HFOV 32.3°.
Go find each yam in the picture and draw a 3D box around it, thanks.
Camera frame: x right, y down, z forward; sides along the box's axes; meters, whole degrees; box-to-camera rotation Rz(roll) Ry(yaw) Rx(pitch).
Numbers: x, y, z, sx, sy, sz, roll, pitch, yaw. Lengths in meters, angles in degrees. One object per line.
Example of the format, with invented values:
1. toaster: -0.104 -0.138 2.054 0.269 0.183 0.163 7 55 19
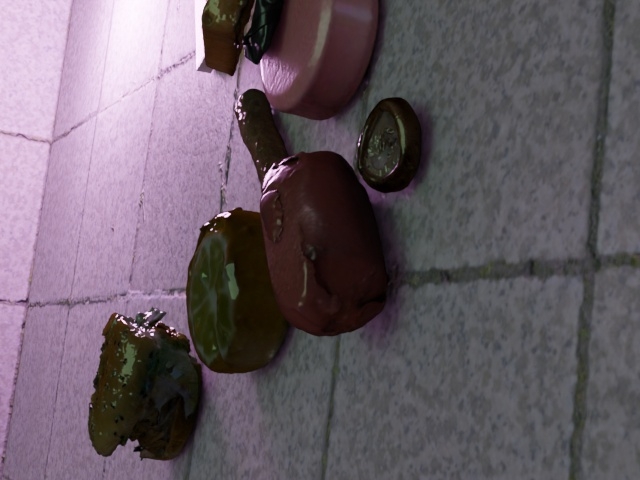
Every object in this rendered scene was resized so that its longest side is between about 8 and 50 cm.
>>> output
1. yam: -0.084 -0.136 1.751 0.066 0.066 0.299 -62 30 32

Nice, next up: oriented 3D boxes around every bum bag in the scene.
1. bum bag: -0.082 -0.358 1.628 0.087 0.049 0.197 -154 75 -69

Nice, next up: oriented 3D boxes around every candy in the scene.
1. candy: -0.006 -0.305 1.621 0.255 0.094 0.255 -32 53 57
2. candy: -0.130 0.079 1.706 0.260 0.118 0.259 8 90 65

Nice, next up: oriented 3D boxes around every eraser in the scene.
1. eraser: -0.198 -0.459 2.128 0.157 0.038 0.230 -42 46 52

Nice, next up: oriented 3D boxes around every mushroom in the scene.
1. mushroom: 0.091 -0.121 1.405 0.123 0.052 0.123 -8 81 61

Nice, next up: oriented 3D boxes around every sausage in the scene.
1. sausage: 0.000 0.000 1.433 0.152 0.152 0.279 -56 34 39

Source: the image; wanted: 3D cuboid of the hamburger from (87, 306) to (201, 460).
1. hamburger: -0.303 0.261 1.926 0.192 0.168 0.287 13 92 66

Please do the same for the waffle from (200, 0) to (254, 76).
1. waffle: -0.132 -0.441 1.810 0.348 0.078 0.304 153 130 -85
